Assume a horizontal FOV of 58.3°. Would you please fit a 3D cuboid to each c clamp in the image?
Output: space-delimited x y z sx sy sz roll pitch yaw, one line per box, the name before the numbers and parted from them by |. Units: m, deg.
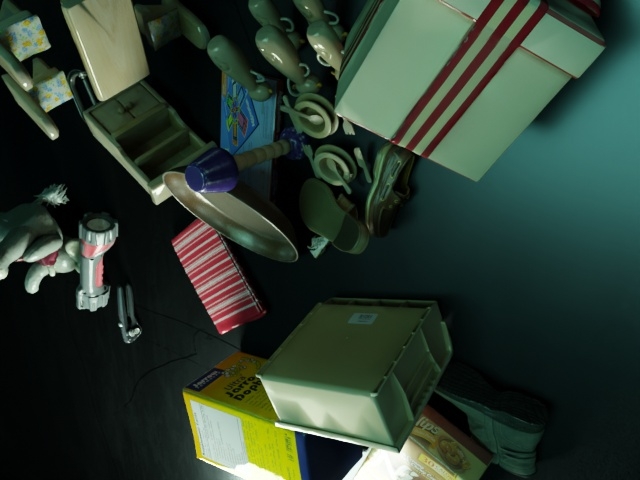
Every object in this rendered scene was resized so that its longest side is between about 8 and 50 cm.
c clamp | -0.588 -0.364 1.456 0.137 0.022 0.160 -19 98 46

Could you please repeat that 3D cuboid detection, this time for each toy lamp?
toy lamp | -0.124 -0.144 1.020 0.080 0.275 0.080 16 118 33

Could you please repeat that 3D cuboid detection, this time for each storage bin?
storage bin | 0.067 0.222 1.046 0.263 0.260 0.123 -3 119 39

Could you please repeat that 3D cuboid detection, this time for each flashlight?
flashlight | -0.632 0.064 1.628 0.103 0.103 0.303 13 127 -5

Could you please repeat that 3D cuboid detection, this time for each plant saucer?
plant saucer | -0.170 -0.059 1.148 0.311 0.050 0.310 27 164 8

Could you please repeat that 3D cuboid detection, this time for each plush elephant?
plush elephant | -0.815 0.026 1.659 0.272 0.330 0.255 17 141 33

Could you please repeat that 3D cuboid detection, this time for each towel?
towel | -0.247 0.084 1.378 0.199 0.031 0.274 -30 88 44

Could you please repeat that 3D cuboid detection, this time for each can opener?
can opener | -0.560 0.210 1.654 0.073 0.059 0.185 14 117 33

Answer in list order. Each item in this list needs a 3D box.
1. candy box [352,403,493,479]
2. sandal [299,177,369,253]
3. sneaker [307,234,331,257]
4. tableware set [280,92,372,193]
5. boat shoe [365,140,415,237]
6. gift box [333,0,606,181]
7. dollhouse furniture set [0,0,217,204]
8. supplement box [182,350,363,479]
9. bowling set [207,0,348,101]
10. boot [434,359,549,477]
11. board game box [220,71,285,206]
candy box | 0.185 0.456 1.132 0.183 0.088 0.316 36 139 20
sandal | 0.040 -0.037 1.069 0.088 0.079 0.240 -63 35 15
sneaker | 0.000 0.000 1.149 0.037 0.032 0.083 48 130 11
tableware set | 0.004 -0.170 1.018 0.128 0.039 0.194 8 139 35
boat shoe | 0.122 -0.081 0.999 0.060 0.064 0.177 24 120 30
gift box | 0.169 -0.282 0.729 0.255 0.276 0.258 20 134 -17
dollhouse furniture set | -0.358 -0.293 1.099 0.256 0.362 0.394 43 157 16
supplement box | -0.109 0.412 1.304 0.357 0.195 0.194 7 113 35
bowling set | -0.029 -0.353 0.972 0.287 0.154 0.199 11 72 37
boot | 0.282 0.329 1.047 0.247 0.083 0.161 23 127 30
board game box | -0.145 -0.202 1.177 0.145 0.027 0.281 22 121 27
